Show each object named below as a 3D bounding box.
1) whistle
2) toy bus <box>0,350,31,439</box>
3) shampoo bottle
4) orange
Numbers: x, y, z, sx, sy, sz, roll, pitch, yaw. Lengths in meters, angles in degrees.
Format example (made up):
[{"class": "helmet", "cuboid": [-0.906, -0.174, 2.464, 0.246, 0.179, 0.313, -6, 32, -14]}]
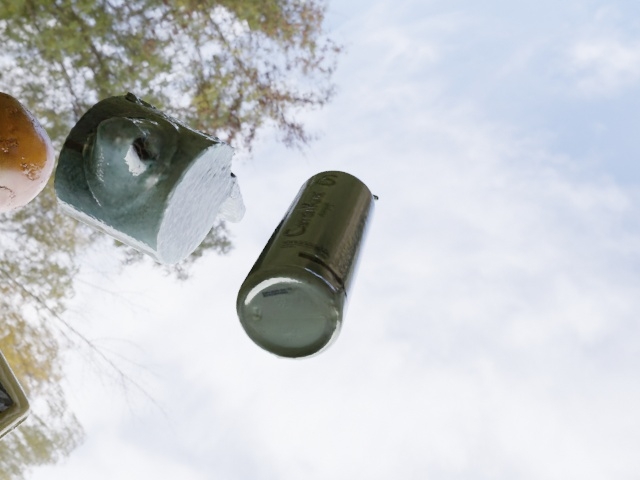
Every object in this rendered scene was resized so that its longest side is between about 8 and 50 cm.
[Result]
[{"class": "whistle", "cuboid": [-0.217, -0.098, 0.993, 0.168, 0.188, 0.405, 26, -164, 10]}, {"class": "toy bus", "cuboid": [-0.504, 0.219, 0.684, 0.177, 0.201, 0.365, -20, -168, 43]}, {"class": "shampoo bottle", "cuboid": [0.000, 0.000, 0.618, 0.085, 0.085, 0.262, -8, -155, 16]}, {"class": "orange", "cuboid": [-0.632, -0.168, 1.275, 0.240, 0.240, 0.240, -12, -140, 11]}]
